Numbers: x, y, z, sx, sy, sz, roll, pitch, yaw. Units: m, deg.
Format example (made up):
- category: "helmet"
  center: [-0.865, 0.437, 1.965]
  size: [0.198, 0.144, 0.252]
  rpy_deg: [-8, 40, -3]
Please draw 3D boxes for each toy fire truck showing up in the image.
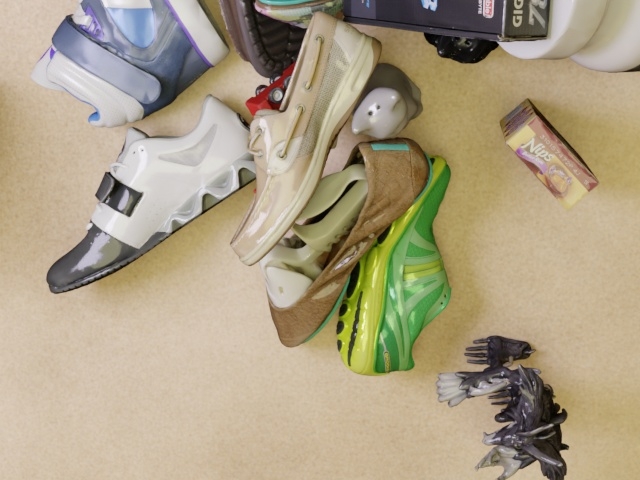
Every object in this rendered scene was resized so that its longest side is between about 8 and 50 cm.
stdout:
- category: "toy fire truck"
  center: [-0.020, -0.144, 1.528]
  size: [0.192, 0.047, 0.135]
  rpy_deg: [-40, 117, -15]

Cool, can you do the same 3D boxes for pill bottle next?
- category: "pill bottle"
  center: [0.369, -0.290, 1.358]
  size: [0.362, 0.210, 0.210]
  rpy_deg: [-6, 103, -26]

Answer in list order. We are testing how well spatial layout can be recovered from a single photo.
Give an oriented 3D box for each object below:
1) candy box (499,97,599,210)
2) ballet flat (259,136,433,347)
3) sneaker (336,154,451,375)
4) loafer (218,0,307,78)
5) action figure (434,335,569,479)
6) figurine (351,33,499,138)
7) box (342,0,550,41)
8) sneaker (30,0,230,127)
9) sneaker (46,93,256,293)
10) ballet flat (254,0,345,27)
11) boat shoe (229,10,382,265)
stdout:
- category: "candy box"
  center: [0.270, -0.107, 1.492]
  size: [0.053, 0.187, 0.109]
  rpy_deg: [-42, 95, 11]
- category: "ballet flat"
  center: [0.000, 0.000, 1.533]
  size: [0.124, 0.116, 0.342]
  rpy_deg: [11, 132, -36]
- category: "sneaker"
  center: [0.109, 0.032, 1.595]
  size: [0.123, 0.109, 0.296]
  rpy_deg: [13, 100, -27]
- category: "loafer"
  center: [-0.090, -0.381, 1.517]
  size: [0.133, 0.130, 0.366]
  rpy_deg: [-22, 111, -31]
- category: "action figure"
  center: [0.227, 0.213, 1.518]
  size: [0.141, 0.276, 0.164]
  rpy_deg: [-21, 99, 9]
- category: "figurine"
  center: [0.120, -0.201, 1.474]
  size: [0.215, 0.209, 0.092]
  rpy_deg: [-42, 95, 12]
- category: "box"
  center: [0.130, -0.368, 1.313]
  size: [0.073, 0.293, 0.296]
  rpy_deg: [-7, 107, -30]
- category: "sneaker"
  center: [-0.287, -0.296, 1.532]
  size: [0.236, 0.130, 0.323]
  rpy_deg: [-32, 103, 7]
- category: "sneaker"
  center: [-0.230, -0.062, 1.588]
  size: [0.330, 0.122, 0.146]
  rpy_deg: [-35, 95, 0]
- category: "ballet flat"
  center: [0.022, -0.296, 1.493]
  size: [0.221, 0.077, 0.079]
  rpy_deg: [-31, 140, -24]
- category: "boat shoe"
  center: [-0.039, -0.117, 1.441]
  size: [0.098, 0.109, 0.302]
  rpy_deg: [27, 93, -13]
